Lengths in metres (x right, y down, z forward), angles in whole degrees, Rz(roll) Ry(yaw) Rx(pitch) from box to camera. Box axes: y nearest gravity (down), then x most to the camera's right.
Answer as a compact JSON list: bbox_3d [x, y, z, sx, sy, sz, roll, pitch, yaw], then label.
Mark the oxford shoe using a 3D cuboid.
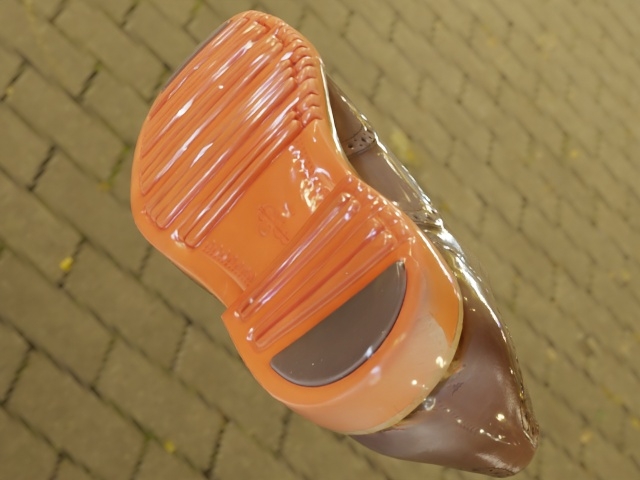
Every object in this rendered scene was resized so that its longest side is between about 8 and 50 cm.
[{"bbox_3d":[0.000,0.000,0.930,0.133,0.130,0.364,38,15,-35],"label":"oxford shoe"}]
